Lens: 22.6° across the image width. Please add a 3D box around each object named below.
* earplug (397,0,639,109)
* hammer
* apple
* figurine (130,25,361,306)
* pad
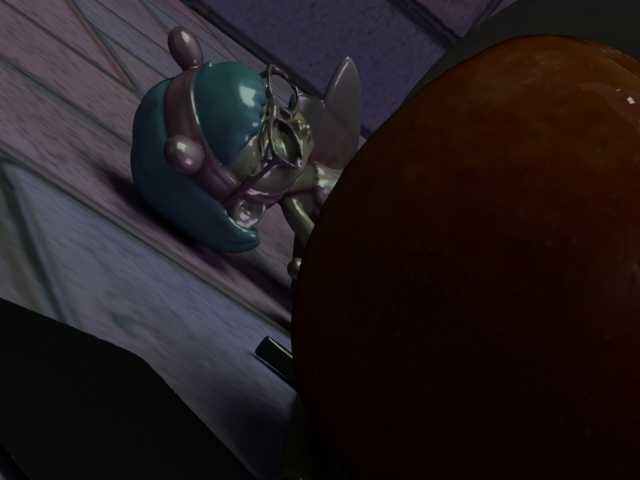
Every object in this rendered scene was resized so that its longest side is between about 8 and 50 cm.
[{"bbox_3d":[0.258,0.039,1.166,0.394,0.312,0.312,36,6,-40],"label":"earplug"},{"bbox_3d":[-0.008,0.079,0.685,0.062,0.013,0.199,38,6,-2],"label":"hammer"},{"bbox_3d":[0.098,0.032,0.642,0.218,0.201,0.218,32,14,-9],"label":"apple"},{"bbox_3d":[-0.009,0.000,0.950,0.260,0.103,0.205,36,43,-36],"label":"figurine"},{"bbox_3d":[-0.037,0.091,0.488,0.265,0.009,0.159,42,8,38],"label":"pad"}]
